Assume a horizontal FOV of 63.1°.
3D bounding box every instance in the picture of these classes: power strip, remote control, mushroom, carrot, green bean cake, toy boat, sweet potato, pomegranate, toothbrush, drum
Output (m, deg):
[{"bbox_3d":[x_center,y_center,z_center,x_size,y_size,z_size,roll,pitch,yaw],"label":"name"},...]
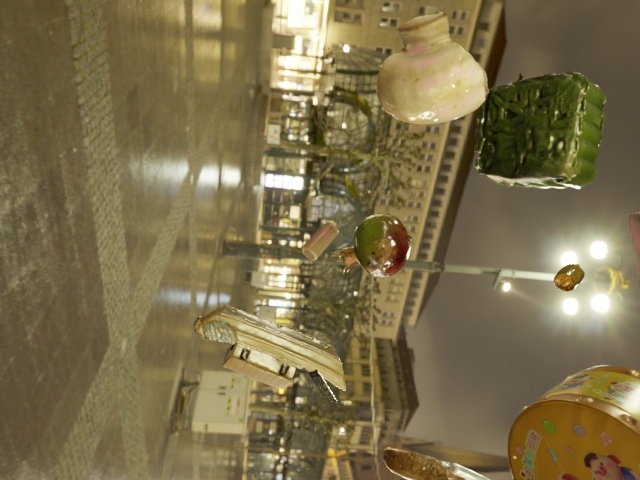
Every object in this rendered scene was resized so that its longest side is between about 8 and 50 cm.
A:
[{"bbox_3d":[0.870,0.055,1.374,0.037,0.109,0.279,-17,-108,51],"label":"power strip"},{"bbox_3d":[0.008,0.345,1.234,0.091,0.034,0.016,59,38,-5],"label":"remote control"},{"bbox_3d":[0.224,-0.320,1.068,0.162,0.173,0.236,50,-10,52],"label":"mushroom"},{"bbox_3d":[0.862,0.127,1.806,0.173,0.082,0.082,-18,121,-48],"label":"carrot"},{"bbox_3d":[0.649,-0.326,1.554,0.319,0.218,0.335,2,-90,45],"label":"green bean cake"},{"bbox_3d":[-0.127,0.306,1.404,0.162,0.445,0.136,-69,-164,-11],"label":"toy boat"},{"bbox_3d":[0.324,0.648,1.421,0.092,0.341,0.114,-49,150,-35],"label":"sweet potato"},{"bbox_3d":[0.106,0.020,1.043,0.129,0.159,0.129,53,-3,4],"label":"pomegranate"},{"bbox_3d":[0.469,0.636,1.331,0.025,0.342,0.030,-59,-163,11],"label":"toothbrush"},{"bbox_3d":[0.653,0.506,1.155,0.431,0.214,0.432,27,-56,48],"label":"drum"}]

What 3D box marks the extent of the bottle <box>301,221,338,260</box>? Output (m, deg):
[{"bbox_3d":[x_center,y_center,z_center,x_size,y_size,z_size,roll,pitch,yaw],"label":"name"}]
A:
[{"bbox_3d":[0.000,0.000,1.214,0.096,0.045,0.045,-48,164,-28],"label":"bottle"}]
